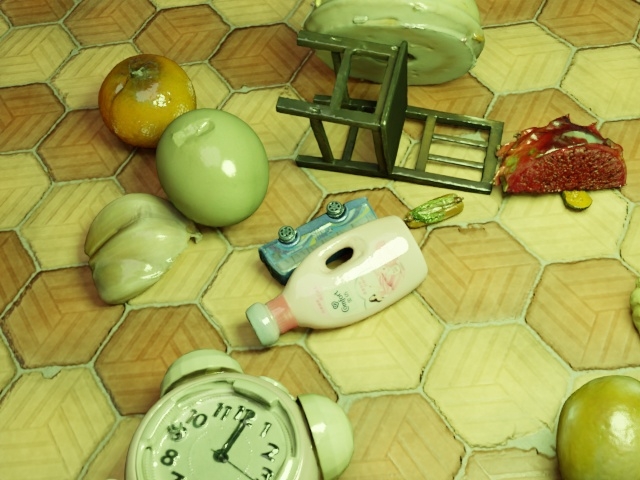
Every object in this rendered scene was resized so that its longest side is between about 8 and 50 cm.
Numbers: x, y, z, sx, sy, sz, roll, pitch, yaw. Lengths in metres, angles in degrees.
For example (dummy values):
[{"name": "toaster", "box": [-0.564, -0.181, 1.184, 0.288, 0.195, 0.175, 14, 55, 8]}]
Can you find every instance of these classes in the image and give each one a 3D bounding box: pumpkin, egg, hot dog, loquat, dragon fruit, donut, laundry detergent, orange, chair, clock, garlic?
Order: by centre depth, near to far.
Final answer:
[{"name": "loquat", "box": [0.440, 0.318, 1.052, 0.179, 0.179, 0.228, 4, 66, 10]}, {"name": "clock", "box": [-0.145, 0.350, 1.104, 0.341, 0.184, 0.326, 22, 58, 14]}, {"name": "laundry detergent", "box": [0.024, 0.083, 1.293, 0.335, 0.088, 0.159, -26, 84, -9]}, {"name": "pumpkin", "box": [0.499, -0.083, 1.389, 0.050, 0.028, 0.083, -4, 47, 0]}, {"name": "dragon fruit", "box": [0.463, -0.188, 1.389, 0.273, 0.126, 0.161, -4, 44, -3]}, {"name": "hot dog", "box": [0.225, -0.060, 1.400, 0.133, 0.041, 0.056, -21, 57, -7]}, {"name": "chair", "box": [0.152, -0.249, 1.403, 0.415, 0.241, 0.203, 9, 65, 13]}, {"name": "garlic", "box": [-0.362, -0.007, 1.403, 0.227, 0.110, 0.217, -27, 55, -10]}, {"name": "egg", "box": [-0.214, -0.148, 1.406, 0.219, 0.219, 0.269, -31, 61, -13]}, {"name": "donut", "box": [0.154, -0.443, 1.468, 0.382, 0.382, 0.143, 7, 82, 11]}, {"name": "orange", "box": [-0.384, -0.311, 1.563, 0.223, 0.170, 0.224, -3, 55, 4]}]

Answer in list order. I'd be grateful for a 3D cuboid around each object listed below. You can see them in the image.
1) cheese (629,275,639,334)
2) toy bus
[{"name": "cheese", "box": [0.649, 0.115, 1.193, 0.226, 0.117, 0.214, 40, 76, 23]}, {"name": "toy bus", "box": [0.001, 0.000, 1.367, 0.236, 0.079, 0.094, -28, 60, -11]}]
